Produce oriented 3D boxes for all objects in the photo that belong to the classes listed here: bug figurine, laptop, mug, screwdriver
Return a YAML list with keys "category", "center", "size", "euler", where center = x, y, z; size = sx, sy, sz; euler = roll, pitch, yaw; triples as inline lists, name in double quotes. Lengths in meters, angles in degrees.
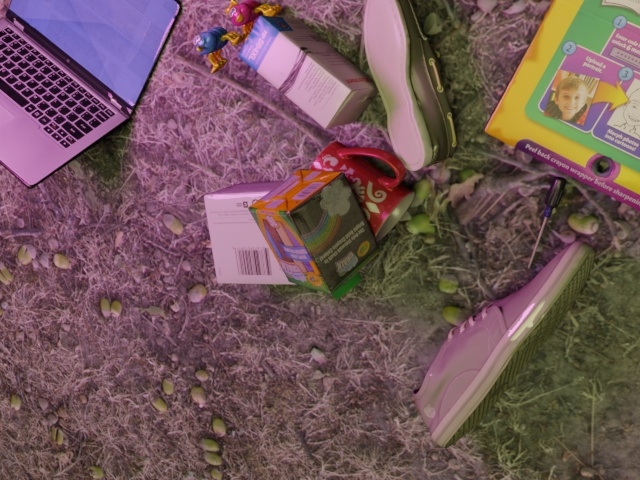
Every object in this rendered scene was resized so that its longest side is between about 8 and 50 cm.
- category: "bug figurine"
  center: [-0.107, -0.414, 1.089]
  size: [0.072, 0.216, 0.279]
  euler: [43, 120, -6]
- category: "laptop"
  center: [-0.559, -0.392, 1.289]
  size: [0.382, 0.408, 0.236]
  euler: [39, 150, 10]
- category: "mug"
  center: [0.078, -0.106, 1.157]
  size: [0.169, 0.113, 0.150]
  euler: [39, 111, 14]
- category: "screwdriver"
  center: [0.375, -0.026, 1.091]
  size: [0.024, 0.025, 0.170]
  euler: [20, 111, 18]

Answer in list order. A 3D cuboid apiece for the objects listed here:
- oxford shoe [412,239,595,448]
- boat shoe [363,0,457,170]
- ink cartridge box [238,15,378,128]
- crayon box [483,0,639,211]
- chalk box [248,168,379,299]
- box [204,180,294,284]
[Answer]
- category: "oxford shoe"
  center: [0.296, 0.169, 1.116]
  size: [0.130, 0.169, 0.449]
  euler: [47, 120, 30]
- category: "boat shoe"
  center: [0.152, -0.273, 1.082]
  size: [0.109, 0.091, 0.305]
  euler: [-1, 106, 62]
- category: "ink cartridge box"
  center: [-0.016, -0.290, 1.118]
  size: [0.203, 0.148, 0.086]
  euler: [42, 117, 9]
- category: "crayon box"
  center: [0.478, -0.221, 0.945]
  size: [0.363, 0.106, 0.313]
  euler: [31, 113, 13]
- category: "chalk box"
  center: [0.000, 0.000, 1.123]
  size: [0.132, 0.132, 0.213]
  euler: [12, 134, 53]
- category: "box"
  center: [-0.107, -0.016, 1.253]
  size: [0.181, 0.119, 0.182]
  euler: [-1, 103, 24]
